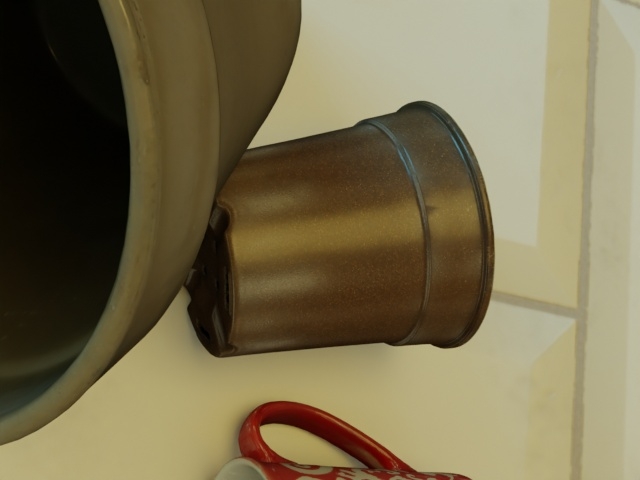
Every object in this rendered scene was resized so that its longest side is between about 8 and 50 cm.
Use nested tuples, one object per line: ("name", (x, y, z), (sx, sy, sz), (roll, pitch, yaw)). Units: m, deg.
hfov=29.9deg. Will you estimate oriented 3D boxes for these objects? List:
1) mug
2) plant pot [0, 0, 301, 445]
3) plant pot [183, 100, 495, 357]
("mug", (0.023, 0.178, 0.769), (0.169, 0.113, 0.150), (6, 78, -30))
("plant pot", (-0.150, -0.099, 0.604), (0.323, 0.323, 0.280), (59, 31, -5))
("plant pot", (0.000, 0.000, 0.773), (0.165, 0.167, 0.167), (-8, 83, -22))
